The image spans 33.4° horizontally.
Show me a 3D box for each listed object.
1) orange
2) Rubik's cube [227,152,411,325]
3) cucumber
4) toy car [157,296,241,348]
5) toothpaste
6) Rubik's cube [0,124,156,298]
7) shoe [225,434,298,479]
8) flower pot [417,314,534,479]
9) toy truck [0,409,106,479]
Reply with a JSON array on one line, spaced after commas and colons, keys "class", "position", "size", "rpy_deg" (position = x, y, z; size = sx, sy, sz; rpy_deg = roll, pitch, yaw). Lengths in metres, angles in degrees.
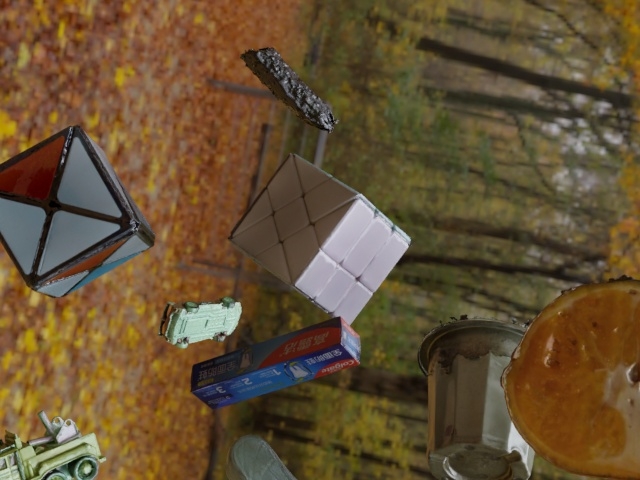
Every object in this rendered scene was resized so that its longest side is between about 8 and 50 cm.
[{"class": "orange", "position": [0.413, 0.181, 1.325], "size": [0.310, 0.274, 0.274], "rpy_deg": [-14, -122, 49]}, {"class": "Rubik's cube", "position": [0.000, 0.000, 2.112], "size": [0.221, 0.231, 0.224], "rpy_deg": [-54, 137, -2]}, {"class": "cucumber", "position": [-0.046, -0.230, 1.631], "size": [0.053, 0.181, 0.053], "rpy_deg": [-43, -171, 8]}, {"class": "toy car", "position": [-0.149, 0.100, 1.356], "size": [0.122, 0.035, 0.059], "rpy_deg": [-6, 117, -53]}, {"class": "toothpaste", "position": [-0.084, 0.225, 1.938], "size": [0.076, 0.320, 0.066], "rpy_deg": [49, 29, -42]}, {"class": "Rubik's cube", "position": [-0.499, -0.051, 2.103], "size": [0.248, 0.250, 0.246], "rpy_deg": [60, -4, 5]}, {"class": "shoe", "position": [-0.069, 0.446, 1.830], "size": [0.103, 0.251, 0.100], "rpy_deg": [-36, 169, -21]}, {"class": "flower pot", "position": [0.306, 0.314, 1.994], "size": [0.290, 0.290, 0.259], "rpy_deg": [100, 4, -50]}, {"class": "toy truck", "position": [-0.514, 0.380, 1.816], "size": [0.128, 0.259, 0.135], "rpy_deg": [1, -69, 52]}]
